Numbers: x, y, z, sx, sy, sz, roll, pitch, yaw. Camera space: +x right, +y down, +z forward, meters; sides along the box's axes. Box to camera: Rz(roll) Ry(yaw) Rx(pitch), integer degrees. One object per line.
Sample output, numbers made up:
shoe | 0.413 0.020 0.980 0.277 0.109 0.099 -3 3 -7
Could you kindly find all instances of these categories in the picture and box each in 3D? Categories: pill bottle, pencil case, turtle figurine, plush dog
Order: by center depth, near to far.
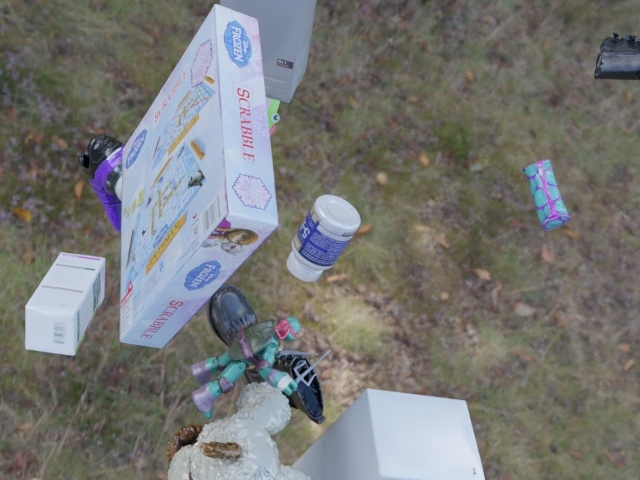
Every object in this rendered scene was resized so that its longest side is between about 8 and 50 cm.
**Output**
plush dog | -0.157 0.377 1.393 0.211 0.225 0.262 9 49 -46
turtle figurine | -0.099 0.189 1.422 0.118 0.234 0.175 59 9 -12
pencil case | 0.492 -0.100 1.907 0.065 0.070 0.151 -16 65 9
pill bottle | 0.000 0.000 1.951 0.112 0.186 0.112 21 35 -16

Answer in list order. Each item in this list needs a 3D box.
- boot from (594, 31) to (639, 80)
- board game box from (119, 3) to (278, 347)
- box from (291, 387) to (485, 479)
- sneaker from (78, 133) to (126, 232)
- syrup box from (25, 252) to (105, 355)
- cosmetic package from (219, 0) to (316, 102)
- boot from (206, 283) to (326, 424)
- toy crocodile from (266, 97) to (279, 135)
boot | 0.416 -0.221 1.162 0.099 0.045 0.121 11 67 19
board game box | -0.167 -0.074 1.107 0.066 0.319 0.317 13 53 -30
box | 0.110 0.438 1.621 0.215 0.345 0.168 11 48 -24
sneaker | -0.381 -0.114 1.633 0.146 0.293 0.102 41 68 6
syrup box | -0.487 0.117 1.686 0.096 0.093 0.237 8 24 -2
cosmetic package | -0.075 -0.333 1.268 0.127 0.238 0.107 16 49 7
boot | -0.091 0.201 1.597 0.091 0.229 0.262 -34 108 -25
toy crocodile | -0.155 -0.144 1.507 0.105 0.115 0.340 35 81 -27
